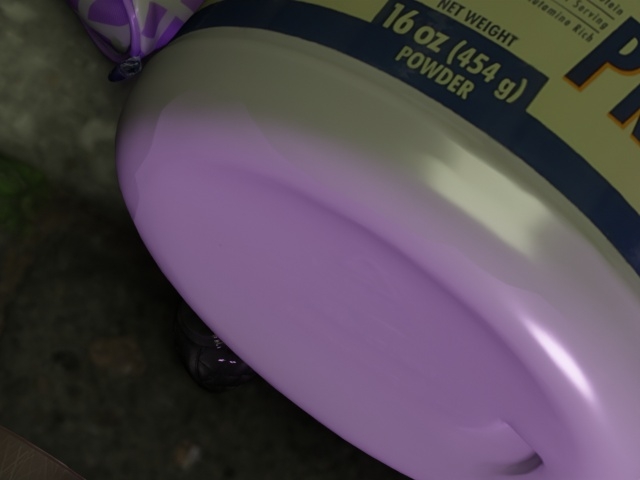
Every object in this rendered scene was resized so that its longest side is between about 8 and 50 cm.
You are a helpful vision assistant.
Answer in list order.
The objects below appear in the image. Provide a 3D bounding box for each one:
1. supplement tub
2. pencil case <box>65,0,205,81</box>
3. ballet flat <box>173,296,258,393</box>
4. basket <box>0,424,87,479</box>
[{"bbox_3d":[0.102,-0.083,0.664,0.235,0.235,0.325,40,68,-6],"label":"supplement tub"},{"bbox_3d":[-0.030,-0.159,0.759,0.206,0.088,0.086,-36,92,-20],"label":"pencil case"},{"bbox_3d":[0.000,0.000,0.769,0.173,0.049,0.057,-39,65,-23],"label":"ballet flat"},{"bbox_3d":[-0.169,0.179,0.622,0.227,0.154,0.204,-60,138,-23],"label":"basket"}]
